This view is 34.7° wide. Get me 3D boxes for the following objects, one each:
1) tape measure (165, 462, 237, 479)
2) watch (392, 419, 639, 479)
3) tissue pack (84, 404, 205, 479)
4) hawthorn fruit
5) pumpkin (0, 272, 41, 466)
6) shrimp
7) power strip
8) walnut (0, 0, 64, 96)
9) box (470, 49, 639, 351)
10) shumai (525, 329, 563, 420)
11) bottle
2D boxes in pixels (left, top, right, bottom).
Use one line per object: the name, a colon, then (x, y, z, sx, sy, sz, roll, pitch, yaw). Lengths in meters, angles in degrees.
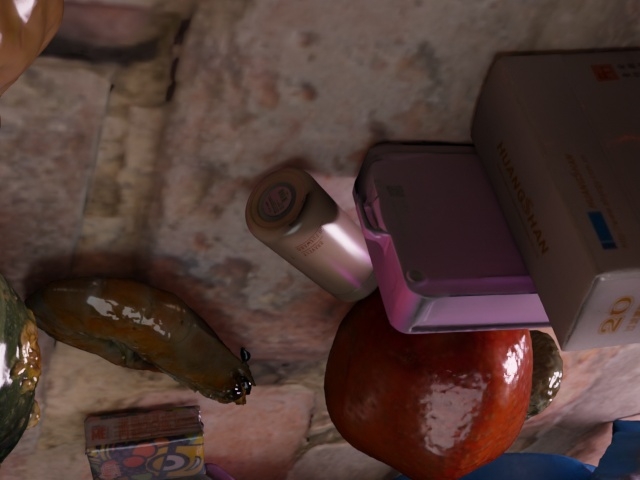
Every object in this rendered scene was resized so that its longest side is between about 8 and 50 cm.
tape measure: (-0.072, 0.322, 0.834, 0.245, 0.149, 0.231, 35, 136, 10)
watch: (0.176, 0.270, 0.851, 0.274, 0.241, 0.305, -7, 144, 14)
tissue pack: (-0.126, 0.149, 0.741, 0.083, 0.035, 0.063, -4, 142, -9)
hawthorn fruit: (0.068, 0.078, 0.633, 0.133, 0.133, 0.138, -4, 132, -11)
pumpkin: (-0.235, 0.065, 0.513, 0.190, 0.146, 0.190, -23, 162, -8)
shrimp: (-0.102, 0.065, 0.643, 0.101, 0.042, 0.190, -12, 148, 33)
power strip: (0.151, -0.005, 0.569, 0.279, 0.109, 0.037, -1, 138, -16)
walnut: (-0.181, -0.096, 0.296, 0.213, 0.213, 0.213, -8, 142, -7)
box: (0.211, -0.031, 0.522, 0.233, 0.149, 0.067, -5, 139, -11)
shumai: (0.137, 0.113, 0.738, 0.082, 0.083, 0.080, 9, 132, 34)
bottle: (0.000, 0.000, 0.583, 0.045, 0.045, 0.096, -27, 141, 17)
